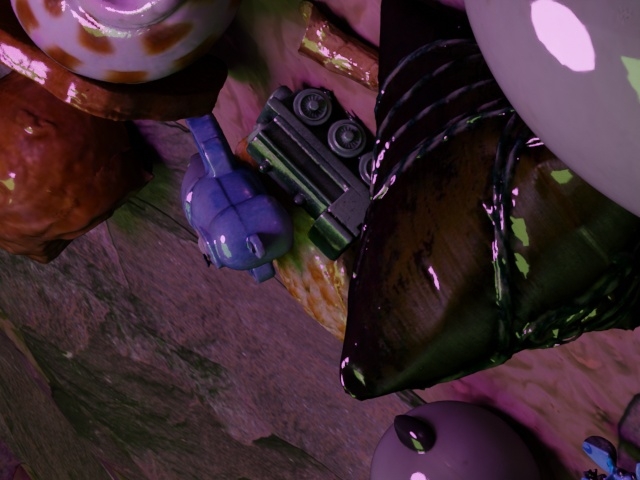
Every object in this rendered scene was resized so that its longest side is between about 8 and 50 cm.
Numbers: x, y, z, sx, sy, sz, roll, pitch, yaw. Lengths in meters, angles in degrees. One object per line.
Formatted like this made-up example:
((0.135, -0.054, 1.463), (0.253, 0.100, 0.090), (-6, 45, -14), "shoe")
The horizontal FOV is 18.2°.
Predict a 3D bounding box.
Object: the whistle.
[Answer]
((-0.090, -0.033, 2.005), (0.269, 0.093, 0.180), (-122, 10, -65), "whistle")

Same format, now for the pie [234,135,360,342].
((0.000, 0.000, 2.072), (0.201, 0.090, 0.248), (26, 141, 61), "pie")

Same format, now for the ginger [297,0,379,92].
((0.021, -0.171, 1.836), (0.137, 0.044, 0.057), (36, 137, 20), "ginger")

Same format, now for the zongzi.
((0.125, -0.070, 1.594), (0.362, 0.319, 0.383), (54, -165, 10), "zongzi")

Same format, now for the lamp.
((0.144, 0.275, 2.191), (0.198, 0.198, 0.244), (44, 166, 6), "lamp")

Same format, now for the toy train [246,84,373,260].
((-0.001, -0.072, 1.948), (0.170, 0.111, 0.071), (45, 153, 3), "toy train")

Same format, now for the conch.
((-0.180, -0.271, 1.830), (0.368, 0.197, 0.249), (17, 111, 49), "conch")

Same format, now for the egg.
((0.253, -0.136, 1.180), (0.389, 0.276, 0.276), (33, 154, 26), "egg")

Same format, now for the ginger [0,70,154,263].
((-0.341, -0.091, 2.393), (0.223, 0.200, 0.269), (49, 157, -10), "ginger")

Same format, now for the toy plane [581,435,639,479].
((0.348, 0.302, 2.003), (0.169, 0.078, 0.246), (12, 146, 54), "toy plane")

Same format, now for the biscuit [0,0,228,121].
((-0.225, -0.189, 1.999), (0.257, 0.273, 0.049), (32, 114, 21), "biscuit")
